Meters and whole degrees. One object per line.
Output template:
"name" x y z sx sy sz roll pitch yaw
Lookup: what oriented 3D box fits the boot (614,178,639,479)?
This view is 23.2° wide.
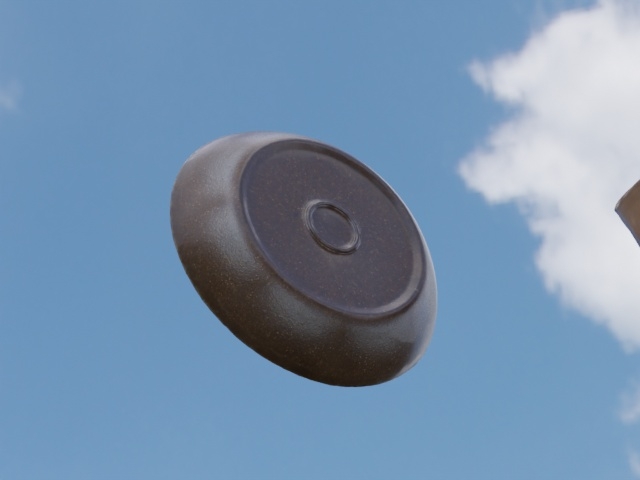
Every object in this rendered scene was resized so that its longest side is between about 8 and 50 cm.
"boot" 0.223 0.055 0.947 0.096 0.280 0.264 19 -58 -26

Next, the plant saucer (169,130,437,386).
"plant saucer" 0.000 0.000 0.999 0.199 0.198 0.036 21 -46 -23
